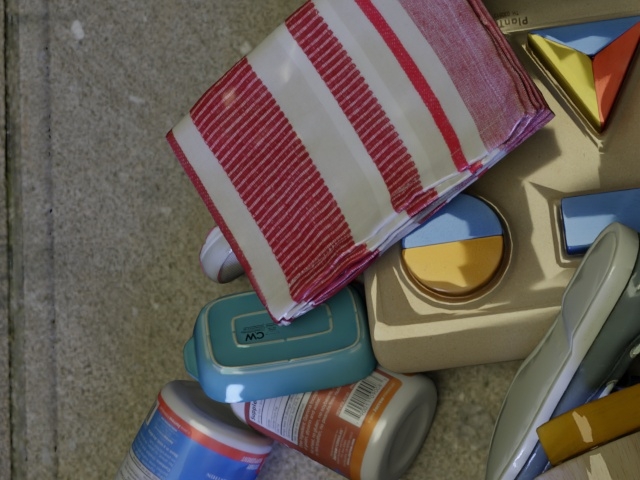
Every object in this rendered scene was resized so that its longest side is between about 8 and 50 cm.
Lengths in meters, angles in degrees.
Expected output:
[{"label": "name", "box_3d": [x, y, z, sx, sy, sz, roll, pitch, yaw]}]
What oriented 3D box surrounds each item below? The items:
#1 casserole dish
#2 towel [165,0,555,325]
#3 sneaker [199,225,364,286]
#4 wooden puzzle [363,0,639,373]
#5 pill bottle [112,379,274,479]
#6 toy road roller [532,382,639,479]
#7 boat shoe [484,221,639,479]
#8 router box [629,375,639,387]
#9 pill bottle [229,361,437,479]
[{"label": "casserole dish", "box_3d": [-0.034, 0.087, 1.806, 0.188, 0.037, 0.114, -9, 51, -3]}, {"label": "towel", "box_3d": [0.023, -0.107, 1.750, 0.329, 0.037, 0.237, -40, 67, 22]}, {"label": "sneaker", "box_3d": [0.000, 0.000, 1.873, 0.252, 0.103, 0.111, -22, 79, 22]}, {"label": "wooden puzzle", "box_3d": [0.186, -0.068, 1.762, 0.322, 0.080, 0.348, -7, 87, 6]}, {"label": "pill bottle", "box_3d": [-0.146, 0.259, 1.919, 0.124, 0.124, 0.221, 32, 102, 21]}, {"label": "toy road roller", "box_3d": [0.363, 0.181, 1.589, 0.202, 0.329, 0.240, 67, 152, 11]}, {"label": "boat shoe", "box_3d": [0.234, 0.129, 1.719, 0.099, 0.116, 0.319, 19, 123, -9]}, {"label": "router box", "box_3d": [0.307, 0.183, 1.770, 0.092, 0.038, 0.122, -3, 88, 23]}, {"label": "pill bottle", "box_3d": [-0.008, 0.140, 1.864, 0.216, 0.121, 0.121, 26, 99, 22]}]
